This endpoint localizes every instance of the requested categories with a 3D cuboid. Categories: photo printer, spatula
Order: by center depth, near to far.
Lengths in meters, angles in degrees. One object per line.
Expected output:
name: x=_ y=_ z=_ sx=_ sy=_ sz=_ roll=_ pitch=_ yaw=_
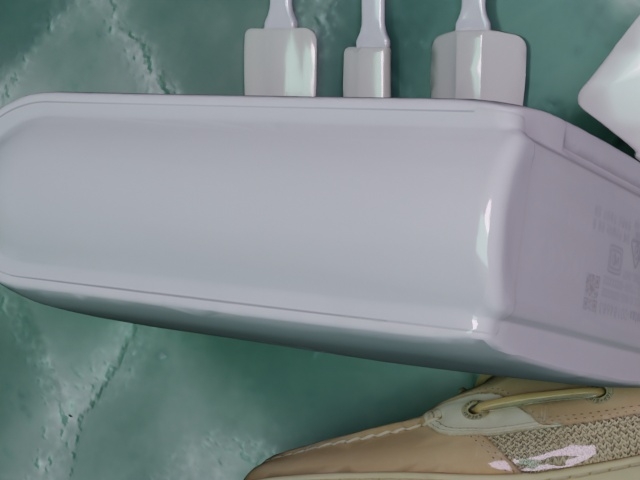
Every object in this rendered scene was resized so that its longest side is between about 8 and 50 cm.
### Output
photo printer: x=0.000 y=0.000 z=0.662 sx=0.307 sy=0.256 sz=0.107 roll=5 pitch=84 yaw=32
spatula: x=0.034 y=-0.157 z=0.782 sx=0.168 sy=0.019 sz=0.242 roll=3 pitch=95 yaw=25

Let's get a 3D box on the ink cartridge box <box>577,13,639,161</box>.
ink cartridge box: x=0.241 y=-0.053 z=0.690 sx=0.198 sy=0.067 sz=0.115 roll=41 pitch=106 yaw=11

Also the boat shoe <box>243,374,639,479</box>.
boat shoe: x=0.117 y=0.125 z=0.734 sx=0.341 sy=0.110 sz=0.121 roll=-5 pitch=136 yaw=16
